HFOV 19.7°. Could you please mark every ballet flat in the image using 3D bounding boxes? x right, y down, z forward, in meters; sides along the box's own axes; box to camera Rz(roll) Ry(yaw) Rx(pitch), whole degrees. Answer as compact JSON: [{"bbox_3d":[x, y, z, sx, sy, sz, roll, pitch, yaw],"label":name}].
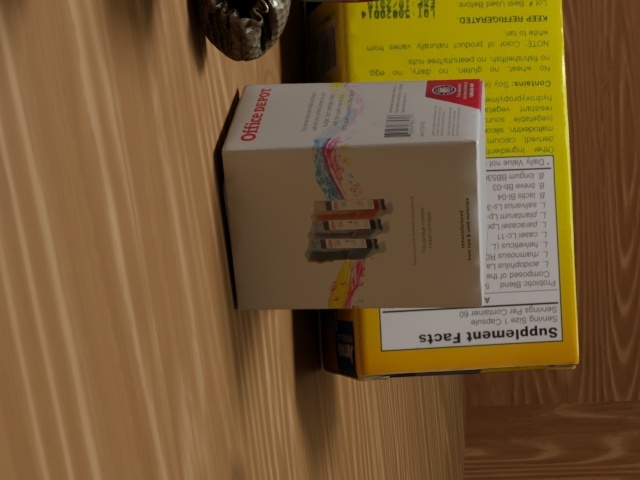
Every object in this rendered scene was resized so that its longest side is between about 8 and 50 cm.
[{"bbox_3d":[-0.053,-0.232,1.147,0.058,0.084,0.250,-77,168,-68],"label":"ballet flat"}]

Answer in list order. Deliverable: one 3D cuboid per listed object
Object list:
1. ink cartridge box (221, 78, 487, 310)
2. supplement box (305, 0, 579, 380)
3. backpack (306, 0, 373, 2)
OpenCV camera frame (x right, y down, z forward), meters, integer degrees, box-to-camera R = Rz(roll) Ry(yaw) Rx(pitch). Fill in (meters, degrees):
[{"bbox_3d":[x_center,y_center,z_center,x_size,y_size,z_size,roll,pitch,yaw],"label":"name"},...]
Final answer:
[{"bbox_3d":[0.027,-0.034,1.291,0.128,0.176,0.127,-76,164,-64],"label":"ink cartridge box"},{"bbox_3d":[0.102,-0.061,1.627,0.195,0.194,0.356,171,-83,-81],"label":"supplement box"},{"bbox_3d":[0.001,-0.261,1.008,0.191,0.225,0.253,-10,107,-80],"label":"backpack"}]
